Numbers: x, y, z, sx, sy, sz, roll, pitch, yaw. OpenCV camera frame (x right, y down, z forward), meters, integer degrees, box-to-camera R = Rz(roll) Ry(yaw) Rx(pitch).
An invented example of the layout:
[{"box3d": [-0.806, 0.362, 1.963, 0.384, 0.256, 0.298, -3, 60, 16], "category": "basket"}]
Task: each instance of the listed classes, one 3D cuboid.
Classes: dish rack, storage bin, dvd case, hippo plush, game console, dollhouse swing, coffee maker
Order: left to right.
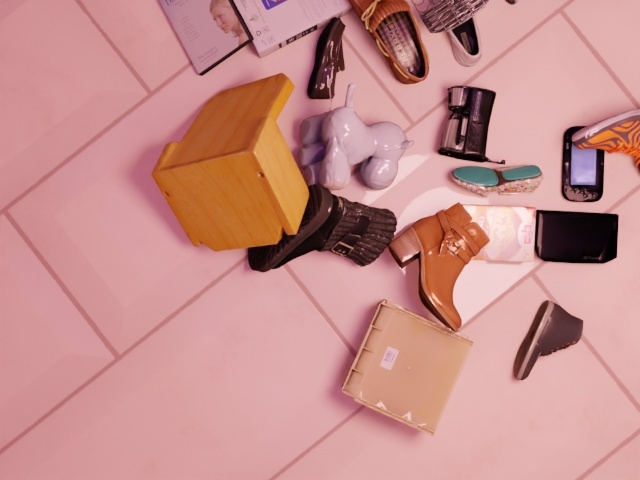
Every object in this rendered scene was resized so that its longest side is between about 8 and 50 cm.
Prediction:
[{"box3d": [-0.305, -0.588, 1.874, 0.180, 0.022, 0.253, -29, 88, 20], "category": "dvd case"}, {"box3d": [-0.181, -0.194, 1.790, 0.346, 0.305, 0.315, -8, 120, 37], "category": "dollhouse swing"}, {"box3d": [0.091, -0.249, 1.830, 0.236, 0.234, 0.294, 4, 105, -29], "category": "hippo plush"}, {"box3d": [0.219, 0.319, 1.826, 0.260, 0.123, 0.262, 24, 89, 1], "category": "storage bin"}, {"box3d": [0.300, -0.671, 1.803, 0.208, 0.074, 0.272, -31, 92, 17], "category": "dish rack"}, {"box3d": [0.399, -0.299, 1.858, 0.171, 0.120, 0.178, 11, 90, -24], "category": "coffee maker"}, {"box3d": [0.672, -0.121, 1.875, 0.213, 0.044, 0.362, 2, 88, 0], "category": "game console"}]

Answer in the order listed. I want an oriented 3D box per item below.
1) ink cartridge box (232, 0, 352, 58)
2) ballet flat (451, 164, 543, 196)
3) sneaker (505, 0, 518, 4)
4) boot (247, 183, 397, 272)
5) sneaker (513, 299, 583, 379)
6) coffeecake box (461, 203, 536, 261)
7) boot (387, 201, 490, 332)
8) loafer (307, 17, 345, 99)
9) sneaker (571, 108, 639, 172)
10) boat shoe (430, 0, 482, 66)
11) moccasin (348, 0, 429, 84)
[{"box3d": [-0.051, -0.631, 1.883, 0.332, 0.065, 0.165, -26, 88, 1], "category": "ink cartridge box"}, {"box3d": [0.459, -0.148, 1.860, 0.240, 0.077, 0.091, -1, 46, 1], "category": "ballet flat"}, {"box3d": [0.490, -0.693, 1.894, 0.058, 0.052, 0.135, -39, 96, -11], "category": "sneaker"}, {"box3d": [0.001, 0.003, 1.828, 0.260, 0.348, 0.131, 18, 53, -37], "category": "boot"}, {"box3d": [0.591, 0.277, 1.844, 0.118, 0.083, 0.222, 27, 88, 1], "category": "sneaker"}, {"box3d": [0.455, -0.020, 1.850, 0.185, 0.068, 0.143, 2, 94, 4], "category": "coffeecake box"}, {"box3d": [0.328, 0.063, 1.771, 0.220, 0.109, 0.283, -31, 75, -6], "category": "boot"}, {"box3d": [0.028, -0.472, 1.880, 0.078, 0.080, 0.220, 14, 99, -22], "category": "loafer"}, {"box3d": [0.796, -0.237, 1.811, 0.321, 0.124, 0.180, -16, 90, -17], "category": "sneaker"}, {"box3d": [0.356, -0.588, 1.867, 0.096, 0.088, 0.268, -15, 89, 0], "category": "boat shoe"}, {"box3d": [0.162, -0.567, 1.796, 0.139, 0.147, 0.380, -25, 104, -1], "category": "moccasin"}]
